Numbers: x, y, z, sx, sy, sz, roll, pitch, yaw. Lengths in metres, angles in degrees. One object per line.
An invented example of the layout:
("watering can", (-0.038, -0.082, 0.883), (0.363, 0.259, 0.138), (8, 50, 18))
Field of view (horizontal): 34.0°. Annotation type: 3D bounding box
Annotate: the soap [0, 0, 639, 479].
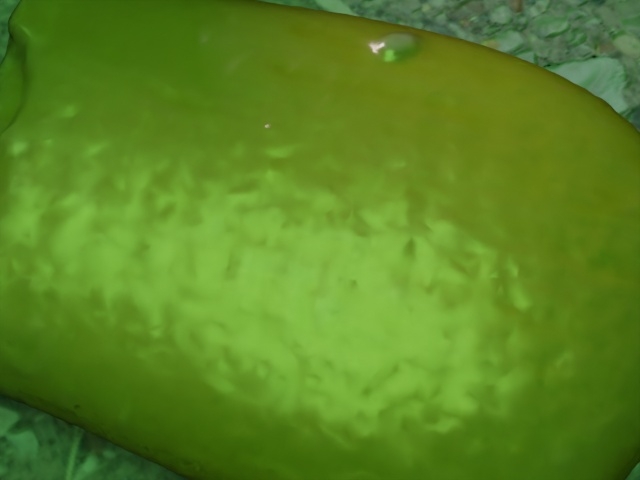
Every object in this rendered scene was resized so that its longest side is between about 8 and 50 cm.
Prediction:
("soap", (-0.001, 0.001, 0.609), (0.427, 0.115, 0.306), (18, 66, 8))
